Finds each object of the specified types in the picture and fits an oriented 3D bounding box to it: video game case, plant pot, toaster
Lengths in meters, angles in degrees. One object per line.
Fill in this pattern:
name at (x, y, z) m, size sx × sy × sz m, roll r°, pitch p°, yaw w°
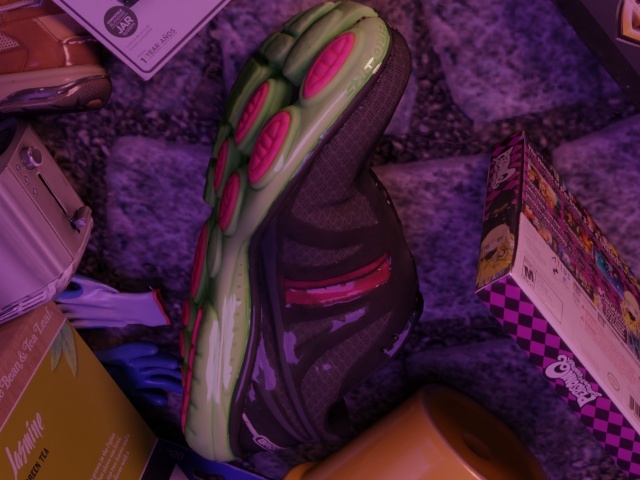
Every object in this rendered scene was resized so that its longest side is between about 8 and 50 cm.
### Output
video game case at (0.214, 0.051, 1.167) m, size 0.042 × 0.210 × 0.232 m, roll -28°, pitch 116°, yaw 28°
plant pot at (0.085, 0.276, 1.352) m, size 0.254 × 0.254 × 0.239 m, roll 34°, pitch 108°, yaw -13°
toaster at (-0.320, -0.006, 1.285) m, size 0.227 × 0.129 × 0.146 m, roll -24°, pitch 120°, yaw 23°

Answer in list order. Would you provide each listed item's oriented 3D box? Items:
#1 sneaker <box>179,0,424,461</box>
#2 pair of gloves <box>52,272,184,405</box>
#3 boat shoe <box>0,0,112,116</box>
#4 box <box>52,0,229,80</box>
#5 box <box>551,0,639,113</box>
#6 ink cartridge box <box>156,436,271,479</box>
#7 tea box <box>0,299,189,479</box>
sneaker at (0.000, 0.000, 1.223) m, size 0.202 × 0.185 × 0.482 m, roll 4°, pitch 132°, yaw -14°
pair of gloves at (-0.215, 0.098, 1.385) m, size 0.159 × 0.023 × 0.198 m, roll 0°, pitch 136°, yaw 13°
boat shoe at (-0.334, -0.160, 1.197) m, size 0.324 × 0.122 × 0.120 m, roll -3°, pitch 94°, yaw 11°
box at (-0.183, -0.284, 1.081) m, size 0.290 × 0.087 × 0.169 m, roll 40°, pitch 123°, yaw -18°
box at (0.369, -0.179, 1.059) m, size 0.293 × 0.073 × 0.295 m, roll -30°, pitch 116°, yaw 29°
ink cartridge box at (-0.141, 0.329, 1.541) m, size 0.223 × 0.045 × 0.224 m, roll 21°, pitch 126°, yaw -4°
tea box at (-0.344, 0.270, 1.386) m, size 0.329 × 0.220 × 0.323 m, roll -19°, pitch 118°, yaw 27°
